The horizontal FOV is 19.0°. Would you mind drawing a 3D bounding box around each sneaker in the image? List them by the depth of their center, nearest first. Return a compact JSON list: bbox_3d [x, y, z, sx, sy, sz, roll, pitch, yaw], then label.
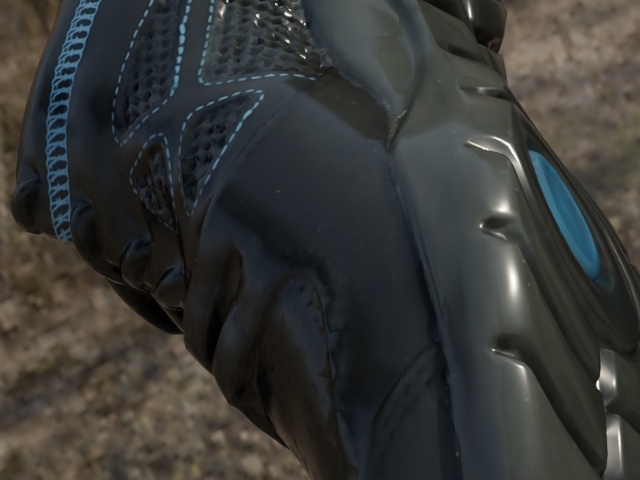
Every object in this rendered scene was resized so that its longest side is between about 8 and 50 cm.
[{"bbox_3d":[0.000,0.000,0.495,0.140,0.125,0.341,-28,43,13],"label":"sneaker"}]
